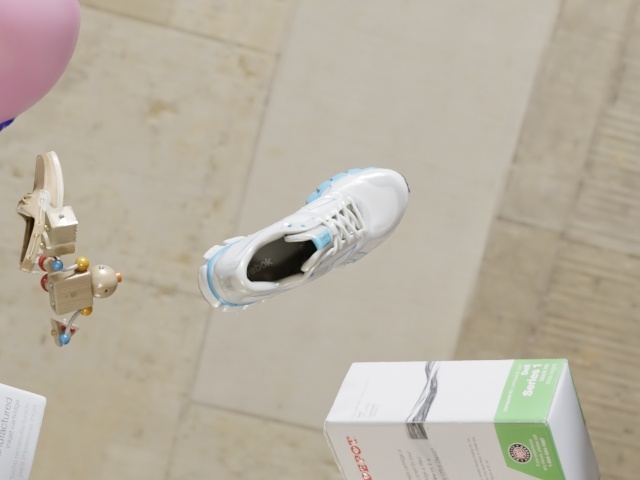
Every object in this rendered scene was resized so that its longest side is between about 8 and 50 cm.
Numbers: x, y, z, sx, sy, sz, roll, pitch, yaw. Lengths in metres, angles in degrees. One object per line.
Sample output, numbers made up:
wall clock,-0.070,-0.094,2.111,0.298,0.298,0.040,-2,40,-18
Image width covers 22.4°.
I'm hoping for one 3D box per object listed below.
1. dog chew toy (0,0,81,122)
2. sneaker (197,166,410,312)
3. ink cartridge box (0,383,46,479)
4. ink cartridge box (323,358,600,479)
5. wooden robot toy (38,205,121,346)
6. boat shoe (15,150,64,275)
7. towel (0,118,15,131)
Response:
dog chew toy,-0.355,-0.148,1.237,0.206,0.332,0.206,61,175,9
sneaker,0.000,0.000,1.267,0.071,0.191,0.083,61,159,-7
ink cartridge box,-0.473,0.237,1.732,0.129,0.307,0.223,-6,68,47
ink cartridge box,0.134,0.197,1.517,0.092,0.219,0.160,-63,-38,-46
wooden robot toy,-0.251,0.034,1.702,0.076,0.079,0.173,-129,34,-52
boat shoe,-0.378,-0.037,2.159,0.063,0.059,0.170,158,113,-64
towel,-0.474,-0.148,2.107,0.228,0.076,0.308,-3,43,39
